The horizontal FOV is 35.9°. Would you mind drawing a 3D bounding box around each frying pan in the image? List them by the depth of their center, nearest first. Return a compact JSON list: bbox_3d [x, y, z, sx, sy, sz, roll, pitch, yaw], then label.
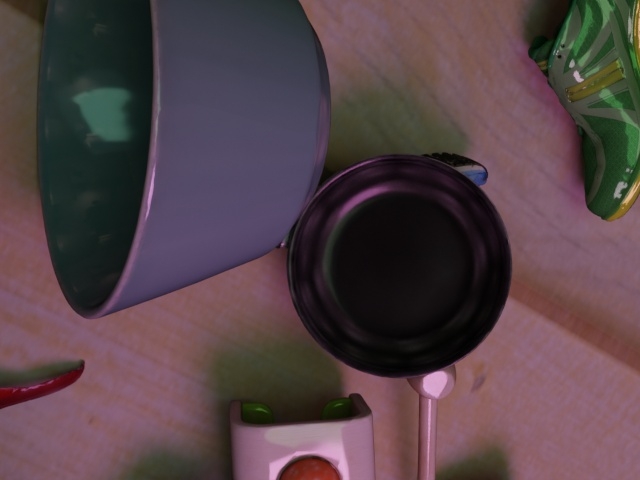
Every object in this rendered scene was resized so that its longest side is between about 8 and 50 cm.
[{"bbox_3d":[0.005,0.029,0.884,0.326,0.053,0.197,-6,88,8],"label":"frying pan"}]

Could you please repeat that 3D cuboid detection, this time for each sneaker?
[{"bbox_3d":[0.087,-0.034,0.956,0.162,0.063,0.073,-22,111,-7],"label":"sneaker"},{"bbox_3d":[0.271,-0.167,0.992,0.124,0.109,0.295,-4,98,4],"label":"sneaker"}]

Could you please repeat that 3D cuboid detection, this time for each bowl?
[{"bbox_3d":[-0.102,-0.097,0.758,0.163,0.311,0.311,0,95,-28],"label":"bowl"}]

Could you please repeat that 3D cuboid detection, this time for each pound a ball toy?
[{"bbox_3d":[0.027,0.259,0.890,0.208,0.136,0.319,-2,96,-6],"label":"pound a ball toy"}]

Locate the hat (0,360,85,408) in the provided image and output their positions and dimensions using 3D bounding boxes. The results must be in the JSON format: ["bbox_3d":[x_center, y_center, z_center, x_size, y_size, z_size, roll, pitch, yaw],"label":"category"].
[{"bbox_3d":[-0.339,0.189,0.828,0.183,0.209,0.172,26,58,-60],"label":"hat"}]
